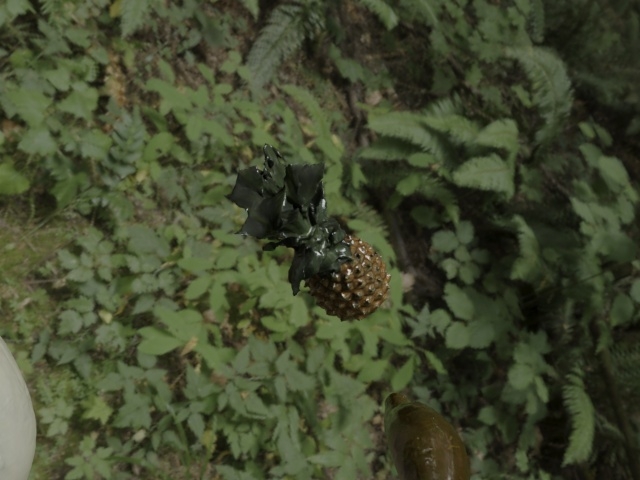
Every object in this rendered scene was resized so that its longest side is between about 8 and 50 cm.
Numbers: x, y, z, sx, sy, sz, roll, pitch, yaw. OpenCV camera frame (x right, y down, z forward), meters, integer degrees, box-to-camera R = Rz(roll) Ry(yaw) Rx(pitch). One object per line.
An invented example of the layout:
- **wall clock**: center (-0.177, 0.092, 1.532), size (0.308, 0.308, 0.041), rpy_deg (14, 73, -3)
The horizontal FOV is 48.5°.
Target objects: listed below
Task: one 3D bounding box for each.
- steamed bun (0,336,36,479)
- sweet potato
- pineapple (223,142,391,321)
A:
- **steamed bun**: center (-0.259, 0.078, 0.379), size (0.228, 0.177, 0.131), rpy_deg (45, 0, -10)
- **sweet potato**: center (0.078, 0.160, 0.561), size (0.059, 0.069, 0.249), rpy_deg (16, 10, -4)
- **pineapple**: center (0.000, 0.000, 0.879), size (0.277, 0.130, 0.119), rpy_deg (46, 10, -51)
